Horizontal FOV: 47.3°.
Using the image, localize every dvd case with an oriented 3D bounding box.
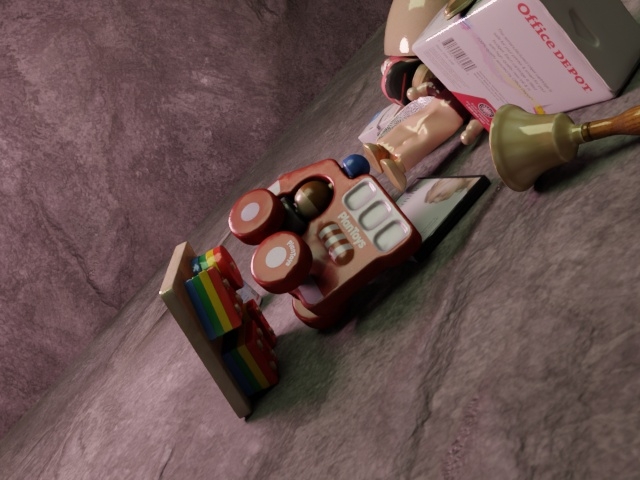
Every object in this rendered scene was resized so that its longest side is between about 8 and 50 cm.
[{"bbox_3d":[0.171,-0.043,1.270,0.180,0.022,0.253,-48,15,-9],"label":"dvd case"}]

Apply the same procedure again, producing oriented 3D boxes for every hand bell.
[{"bbox_3d":[0.357,-0.141,0.947,0.242,0.126,0.126,-7,39,46],"label":"hand bell"}]

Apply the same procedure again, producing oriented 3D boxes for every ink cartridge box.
[{"bbox_3d":[0.187,-0.295,1.802,0.180,0.060,0.104,-24,25,53],"label":"ink cartridge box"},{"bbox_3d":[0.328,-0.315,1.180,0.131,0.226,0.306,-52,18,-19],"label":"ink cartridge box"}]

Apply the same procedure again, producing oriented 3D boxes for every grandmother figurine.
[{"bbox_3d":[0.245,-0.247,1.410,0.342,0.104,0.208,-37,59,-5],"label":"grandmother figurine"}]

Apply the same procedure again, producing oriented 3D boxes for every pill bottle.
[{"bbox_3d":[-0.214,0.106,1.622,0.087,0.160,0.087,-41,15,14],"label":"pill bottle"}]

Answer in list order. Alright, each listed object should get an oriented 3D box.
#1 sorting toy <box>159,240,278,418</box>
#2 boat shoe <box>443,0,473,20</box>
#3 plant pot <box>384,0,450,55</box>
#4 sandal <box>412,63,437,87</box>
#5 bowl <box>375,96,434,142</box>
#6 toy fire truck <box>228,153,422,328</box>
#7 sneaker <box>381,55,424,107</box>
[{"bbox_3d":[-0.163,0.132,1.280,0.089,0.255,0.257,-28,17,4],"label":"sorting toy"},{"bbox_3d":[0.226,-0.401,1.151,0.135,0.045,0.050,-54,18,-25],"label":"boat shoe"},{"bbox_3d":[0.282,-0.543,1.699,0.284,0.191,0.284,-6,18,2],"label":"plant pot"},{"bbox_3d":[0.279,-0.340,1.653,0.240,0.079,0.088,-6,-60,-67],"label":"sandal"},{"bbox_3d":[0.205,-0.232,1.558,0.170,0.080,0.170,-41,16,14],"label":"bowl"},{"bbox_3d":[0.007,-0.020,1.227,0.254,0.169,0.302,-37,46,6],"label":"toy fire truck"},{"bbox_3d":[0.191,-0.381,1.718,0.314,0.136,0.116,-28,-48,-59],"label":"sneaker"}]
